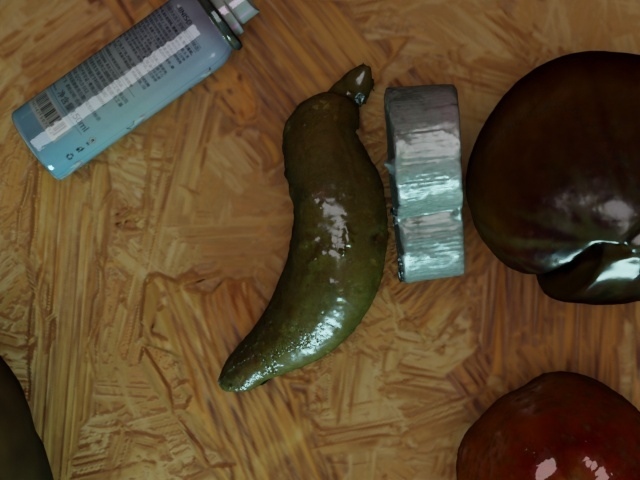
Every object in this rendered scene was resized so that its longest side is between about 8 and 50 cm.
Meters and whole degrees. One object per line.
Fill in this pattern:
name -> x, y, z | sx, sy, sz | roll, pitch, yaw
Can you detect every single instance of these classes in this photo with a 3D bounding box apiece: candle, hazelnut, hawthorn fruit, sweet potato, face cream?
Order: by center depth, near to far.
hazelnut -> 0.251, -0.041, 1.581 | 0.251, 0.217, 0.217 | 23, 92, -15
hawthorn fruit -> 0.202, 0.201, 1.608 | 0.189, 0.189, 0.189 | 0, 92, 1
candle -> 0.087, -0.067, 1.621 | 0.068, 0.192, 0.168 | -4, 48, 1
sweet potato -> 0.003, -0.001, 1.639 | 0.098, 0.124, 0.310 | 9, 98, -43
face cream -> -0.155, -0.146, 1.651 | 0.229, 0.075, 0.075 | -35, 91, 3

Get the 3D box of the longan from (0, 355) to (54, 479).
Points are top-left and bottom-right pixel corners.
longan -> -0.403, 0.225, 1.510 | 0.404, 0.404, 0.436 | -19, 94, 2
